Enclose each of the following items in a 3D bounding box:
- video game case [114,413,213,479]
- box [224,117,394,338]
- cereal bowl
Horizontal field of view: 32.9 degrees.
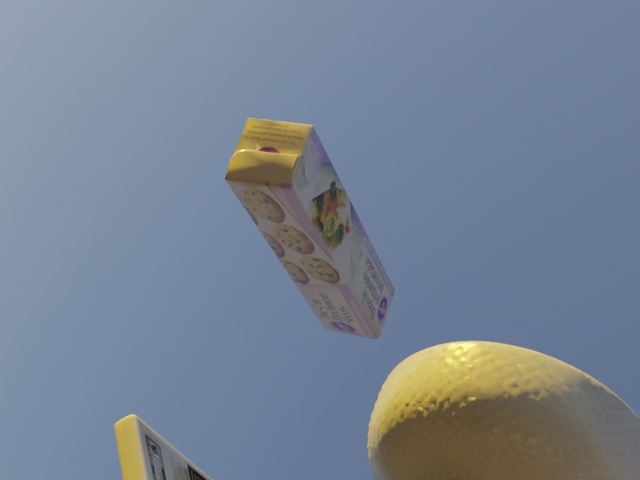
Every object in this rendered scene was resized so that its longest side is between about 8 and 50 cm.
[{"bbox_3d":[-0.085,0.241,0.784,0.022,0.173,0.190,-28,-133,8],"label":"video game case"},{"bbox_3d":[0.000,0.000,1.018,0.067,0.324,0.063,10,-114,21],"label":"box"},{"bbox_3d":[0.205,0.281,1.235,0.339,0.339,0.141,-21,-154,40],"label":"cereal bowl"}]
